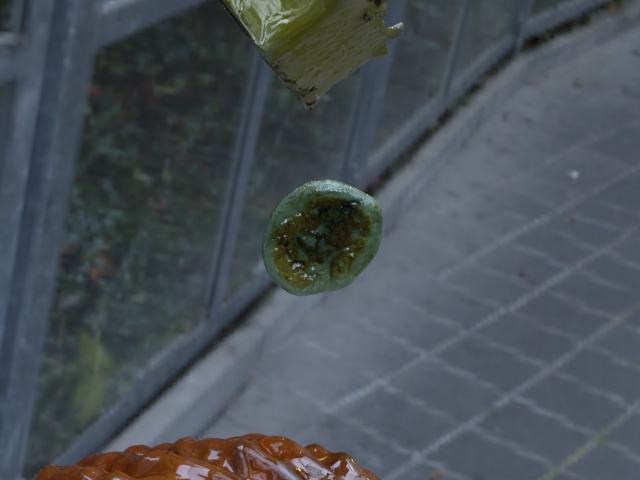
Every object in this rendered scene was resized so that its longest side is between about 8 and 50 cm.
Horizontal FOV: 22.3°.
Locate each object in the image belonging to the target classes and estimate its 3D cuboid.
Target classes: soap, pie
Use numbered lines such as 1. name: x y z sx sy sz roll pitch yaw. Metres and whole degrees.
1. soap: -0.058 -0.191 0.911 0.233 0.076 0.135 51 1 15
2. pie: 0.000 0.000 1.046 0.085 0.085 0.017 5 24 -18

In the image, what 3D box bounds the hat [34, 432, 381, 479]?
1. hat: -0.135 0.208 0.867 0.400 0.285 0.285 10 14 44
